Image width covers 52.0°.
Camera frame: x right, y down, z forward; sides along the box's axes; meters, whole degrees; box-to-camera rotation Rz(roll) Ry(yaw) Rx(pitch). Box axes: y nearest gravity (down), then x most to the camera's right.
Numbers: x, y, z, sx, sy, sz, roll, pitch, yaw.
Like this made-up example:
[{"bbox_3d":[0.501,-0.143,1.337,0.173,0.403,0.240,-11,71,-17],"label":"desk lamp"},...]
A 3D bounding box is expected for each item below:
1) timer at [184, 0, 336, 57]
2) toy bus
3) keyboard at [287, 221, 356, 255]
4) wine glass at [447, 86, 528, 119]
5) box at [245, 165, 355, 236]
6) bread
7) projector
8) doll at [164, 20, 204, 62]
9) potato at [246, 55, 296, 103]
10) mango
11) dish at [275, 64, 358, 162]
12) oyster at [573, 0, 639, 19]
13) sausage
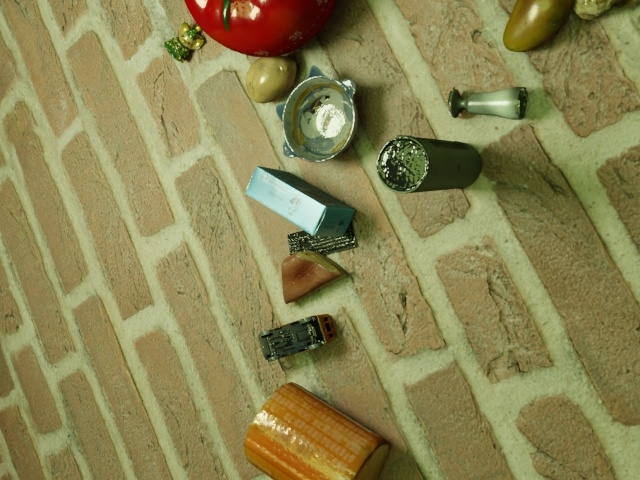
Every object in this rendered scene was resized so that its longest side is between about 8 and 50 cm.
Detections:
[{"bbox_3d":[-0.133,-0.623,1.535,0.378,0.279,0.378,2,94,28],"label":"timer"},{"bbox_3d":[-0.062,0.247,1.675,0.194,0.088,0.083,-21,83,29],"label":"toy bus"},{"bbox_3d":[-0.001,0.000,1.659,0.196,0.015,0.074,-13,88,30],"label":"keyboard"},{"bbox_3d":[0.353,-0.291,1.390,0.155,0.072,0.072,7,98,31],"label":"wine glass"},{"bbox_3d":[-0.050,-0.095,1.599,0.232,0.142,0.083,30,105,28],"label":"box"},{"bbox_3d":[-0.035,0.080,1.651,0.192,0.067,0.119,-26,101,29],"label":"bread"},{"bbox_3d":[0.228,-0.153,1.321,0.108,0.337,0.108,4,98,30],"label":"projector"},{"bbox_3d":[-0.374,-0.551,1.825,0.113,0.076,0.078,-42,98,-3],"label":"doll"},{"bbox_3d":[-0.127,-0.404,1.650,0.147,0.112,0.112,-32,78,38],"label":"potato"},{"bbox_3d":[0.436,-0.450,1.316,0.111,0.089,0.163,51,129,47],"label":"mango"},{"bbox_3d":[0.011,-0.300,1.586,0.236,0.086,0.228,-16,84,31],"label":"dish"},{"bbox_3d":[0.589,-0.559,1.220,0.166,0.094,0.294,20,98,37],"label":"oyster"},{"bbox_3d":[-0.009,0.509,1.585,0.287,0.233,0.233,27,107,25],"label":"sausage"}]
